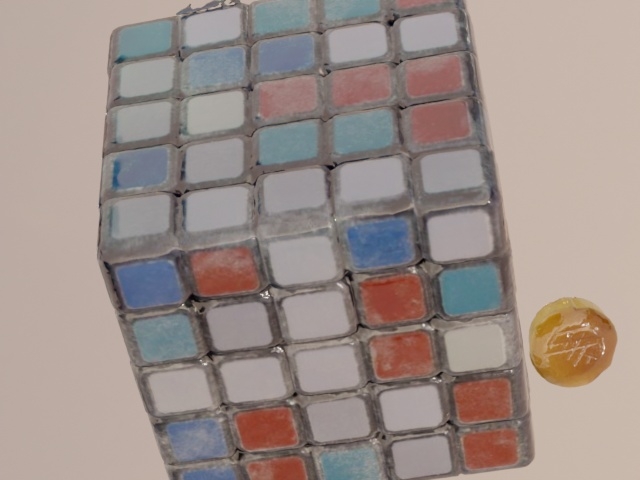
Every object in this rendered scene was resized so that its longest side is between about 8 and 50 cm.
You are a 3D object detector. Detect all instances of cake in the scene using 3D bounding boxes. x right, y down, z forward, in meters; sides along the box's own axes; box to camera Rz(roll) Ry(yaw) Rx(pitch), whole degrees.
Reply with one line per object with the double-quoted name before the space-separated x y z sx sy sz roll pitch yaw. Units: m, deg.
"cake" 0.234 0.095 1.838 0.084 0.084 0.044 -59 -167 16

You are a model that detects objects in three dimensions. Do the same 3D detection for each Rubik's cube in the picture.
"Rubik's cube" 0.000 0.000 1.523 0.287 0.292 0.293 -92 173 -49
